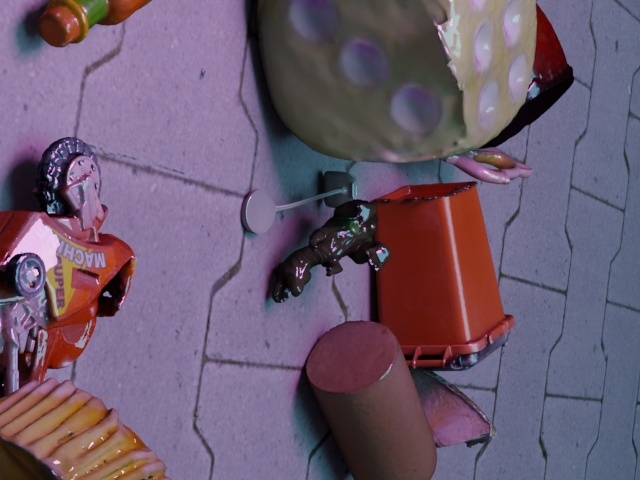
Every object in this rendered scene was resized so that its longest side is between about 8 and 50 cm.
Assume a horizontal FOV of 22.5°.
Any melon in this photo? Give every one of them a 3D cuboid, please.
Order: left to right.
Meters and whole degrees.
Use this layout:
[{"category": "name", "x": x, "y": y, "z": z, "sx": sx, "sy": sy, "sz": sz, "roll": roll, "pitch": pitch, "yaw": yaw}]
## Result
[{"category": "melon", "x": 0.148, "y": 0.231, "z": 2.156, "sx": 0.093, "sy": 0.202, "sz": 0.140, "roll": -24, "pitch": 95, "yaw": -35}]

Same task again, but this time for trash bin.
[{"category": "trash bin", "x": 0.145, "y": 0.049, "z": 2.098, "sx": 0.184, "sy": 0.161, "sz": 0.239, "roll": -28, "pitch": 112, "yaw": -58}]

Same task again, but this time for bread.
[{"category": "bread", "x": -0.248, "y": 0.249, "z": 1.272, "sx": 0.288, "sy": 0.204, "sz": 0.156, "roll": -55, "pitch": 168, "yaw": 21}]

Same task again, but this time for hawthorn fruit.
[{"category": "hawthorn fruit", "x": 0.199, "y": -0.245, "z": 2.087, "sx": 0.215, "sy": 0.215, "sz": 0.250, "roll": -29, "pitch": 98, "yaw": -58}]

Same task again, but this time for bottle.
[{"category": "bottle", "x": -0.195, "y": -0.233, "z": 1.474, "sx": 0.187, "sy": 0.069, "sz": 0.069, "roll": -49, "pitch": 136, "yaw": -46}]

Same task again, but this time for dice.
[{"category": "dice", "x": 0.089, "y": -0.240, "z": 1.818, "sx": 0.254, "sy": 0.249, "sz": 0.252, "roll": -46, "pitch": 133, "yaw": -50}]

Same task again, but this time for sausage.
[{"category": "sausage", "x": 0.071, "y": 0.222, "z": 2.007, "sx": 0.123, "sy": 0.123, "sz": 0.253, "roll": -62, "pitch": 144, "yaw": -36}]

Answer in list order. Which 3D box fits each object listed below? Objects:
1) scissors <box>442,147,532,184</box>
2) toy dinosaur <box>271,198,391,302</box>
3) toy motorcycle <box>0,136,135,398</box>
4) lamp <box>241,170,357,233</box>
[{"category": "scissors", "x": 0.151, "y": -0.118, "z": 2.119, "sx": 0.317, "sy": 0.160, "sz": 0.024, "roll": 3, "pitch": 118, "yaw": -45}, {"category": "toy dinosaur", "x": 0.000, "y": 0.000, "z": 1.904, "sx": 0.187, "sy": 0.179, "sz": 0.087, "roll": -23, "pitch": 104, "yaw": -26}, {"category": "toy motorcycle", "x": -0.249, "y": 0.052, "z": 1.395, "sx": 0.298, "sy": 0.089, "sz": 0.171, "roll": -63, "pitch": 147, "yaw": -35}, {"category": "lamp", "x": -0.034, "y": -0.046, "z": 1.867, "sx": 0.198, "sy": 0.056, "sz": 0.050, "roll": -14, "pitch": 107, "yaw": -50}]
